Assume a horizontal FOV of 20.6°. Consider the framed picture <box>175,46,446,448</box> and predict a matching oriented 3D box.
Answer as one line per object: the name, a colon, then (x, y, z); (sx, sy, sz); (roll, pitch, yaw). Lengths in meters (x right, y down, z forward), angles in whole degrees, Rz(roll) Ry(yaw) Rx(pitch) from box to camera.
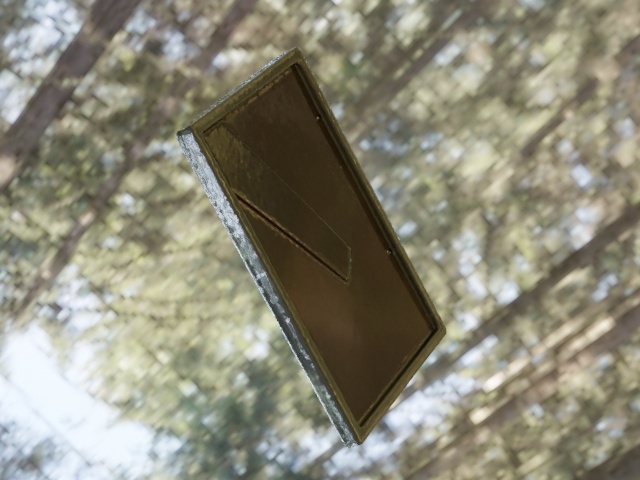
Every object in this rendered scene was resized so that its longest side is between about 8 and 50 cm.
framed picture: (0.000, 0.000, 1.020); (0.203, 0.015, 0.150); (62, -149, -11)
